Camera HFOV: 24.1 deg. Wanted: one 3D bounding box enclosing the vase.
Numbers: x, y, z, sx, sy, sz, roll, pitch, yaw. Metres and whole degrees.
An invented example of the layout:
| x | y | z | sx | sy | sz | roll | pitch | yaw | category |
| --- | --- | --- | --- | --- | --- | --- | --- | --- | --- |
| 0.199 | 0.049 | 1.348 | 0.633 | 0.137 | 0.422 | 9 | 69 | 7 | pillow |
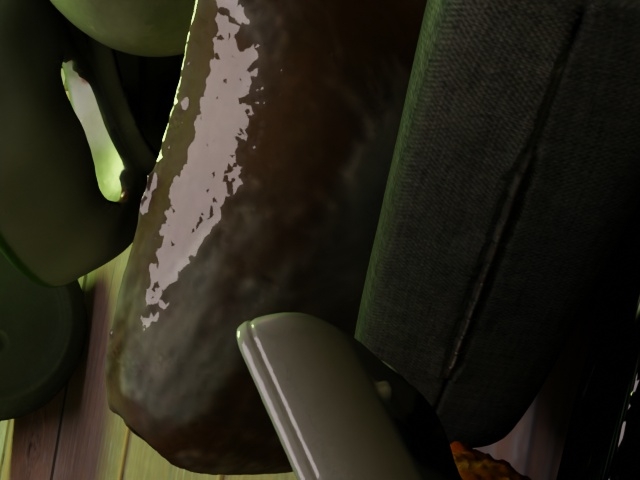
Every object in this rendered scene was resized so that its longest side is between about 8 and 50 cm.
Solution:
| x | y | z | sx | sy | sz | roll | pitch | yaw | category |
| --- | --- | --- | --- | --- | --- | --- | --- | --- | --- |
| -0.348 | 0.079 | 1.404 | 0.291 | 0.245 | 0.245 | -20 | 62 | 58 | vase |

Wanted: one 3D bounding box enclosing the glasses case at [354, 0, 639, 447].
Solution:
| x | y | z | sx | sy | sz | roll | pitch | yaw | category |
| --- | --- | --- | --- | --- | --- | --- | --- | --- | --- |
| 0.065 | -0.041 | 0.492 | 0.323 | 0.074 | 0.131 | 99 | -173 | -61 | glasses case |

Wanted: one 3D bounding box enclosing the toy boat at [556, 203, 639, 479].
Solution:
| x | y | z | sx | sy | sz | roll | pitch | yaw | category |
| --- | --- | --- | --- | --- | --- | --- | --- | --- | --- |
| 0.144 | -0.032 | 0.431 | 0.134 | 0.092 | 0.298 | 36 | -110 | -81 | toy boat |

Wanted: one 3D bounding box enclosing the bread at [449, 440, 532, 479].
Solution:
| x | y | z | sx | sy | sz | roll | pitch | yaw | category |
| --- | --- | --- | --- | --- | --- | --- | --- | --- | --- |
| 0.035 | 0.171 | 0.600 | 0.269 | 0.095 | 0.139 | 104 | 150 | -51 | bread |

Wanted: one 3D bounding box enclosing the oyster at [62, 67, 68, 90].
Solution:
| x | y | z | sx | sy | sz | roll | pitch | yaw | category |
| --- | --- | --- | --- | --- | --- | --- | --- | --- | --- |
| -0.244 | -0.287 | 1.415 | 0.198 | 0.133 | 0.337 | -55 | 37 | 32 | oyster |

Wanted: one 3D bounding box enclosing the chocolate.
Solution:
| x | y | z | sx | sy | sz | roll | pitch | yaw | category |
| --- | --- | --- | --- | --- | --- | --- | --- | --- | --- |
| 0.002 | 0.001 | 0.683 | 0.080 | 0.157 | 0.254 | 31 | 110 | 47 | chocolate |

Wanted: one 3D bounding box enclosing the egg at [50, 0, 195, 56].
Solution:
| x | y | z | sx | sy | sz | roll | pitch | yaw | category |
| --- | --- | --- | --- | --- | --- | --- | --- | --- | --- |
| -0.103 | -0.227 | 0.966 | 0.186 | 0.187 | 0.253 | 131 | 149 | -52 | egg |

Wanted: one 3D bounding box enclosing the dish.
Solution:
| x | y | z | sx | sy | sz | roll | pitch | yaw | category |
| --- | --- | --- | --- | --- | --- | --- | --- | --- | --- |
| -0.176 | -0.134 | 1.117 | 0.324 | 0.124 | 0.324 | -12 | -90 | -82 | dish |

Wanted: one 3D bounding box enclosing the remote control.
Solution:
| x | y | z | sx | sy | sz | roll | pitch | yaw | category |
| --- | --- | --- | --- | --- | --- | --- | --- | --- | --- |
| 0.072 | 0.155 | 0.394 | 0.055 | 0.109 | 0.313 | -30 | 67 | 8 | remote control |
